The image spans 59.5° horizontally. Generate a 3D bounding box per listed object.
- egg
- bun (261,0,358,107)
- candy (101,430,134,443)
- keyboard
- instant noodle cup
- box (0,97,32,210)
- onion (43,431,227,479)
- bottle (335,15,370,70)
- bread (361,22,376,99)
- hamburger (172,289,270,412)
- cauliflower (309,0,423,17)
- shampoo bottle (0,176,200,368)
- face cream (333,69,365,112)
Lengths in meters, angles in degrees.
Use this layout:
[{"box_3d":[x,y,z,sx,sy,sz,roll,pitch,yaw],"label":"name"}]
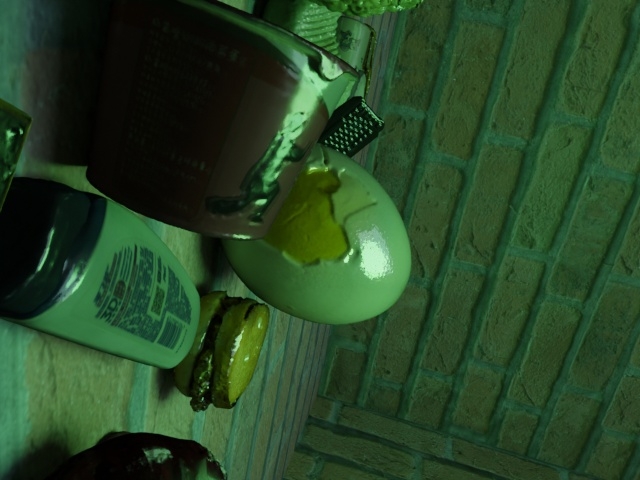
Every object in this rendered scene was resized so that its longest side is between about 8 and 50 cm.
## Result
[{"box_3d":[0.000,0.000,0.945,0.283,0.345,0.283,-44,-162,19],"label":"egg"},{"box_3d":[-0.029,-0.312,0.921,0.203,0.126,0.213,-6,106,-53],"label":"bun"},{"box_3d":[-0.260,0.294,0.707,0.103,0.043,0.103,17,90,-81],"label":"candy"},{"box_3d":[-0.005,-0.155,1.030,0.106,0.262,0.016,35,25,-44],"label":"keyboard"},{"box_3d":[-0.102,-0.116,0.517,0.235,0.234,0.179,-37,150,-76],"label":"instant noodle cup"},{"box_3d":[-0.247,0.018,0.269,0.159,0.071,0.240,49,56,-77],"label":"box"},{"box_3d":[-0.188,0.329,0.574,0.252,0.219,0.252,-24,126,-37],"label":"onion"},{"box_3d":[0.037,-0.382,1.284,0.110,0.109,0.234,23,81,-81],"label":"bottle"},{"box_3d":[0.085,-0.467,1.496,0.181,0.095,0.223,-55,156,-67],"label":"bread"},{"box_3d":[-0.163,0.176,0.886,0.182,0.117,0.191,71,31,-69],"label":"hamburger"},{"box_3d":[0.045,-0.453,0.742,0.326,0.260,0.281,-18,133,-45],"label":"cauliflower"},{"box_3d":[-0.203,0.040,0.551,0.359,0.078,0.134,78,24,-70],"label":"shampoo bottle"},{"box_3d":[-0.001,-0.259,1.100,0.177,0.152,0.178,15,90,-82],"label":"face cream"}]
